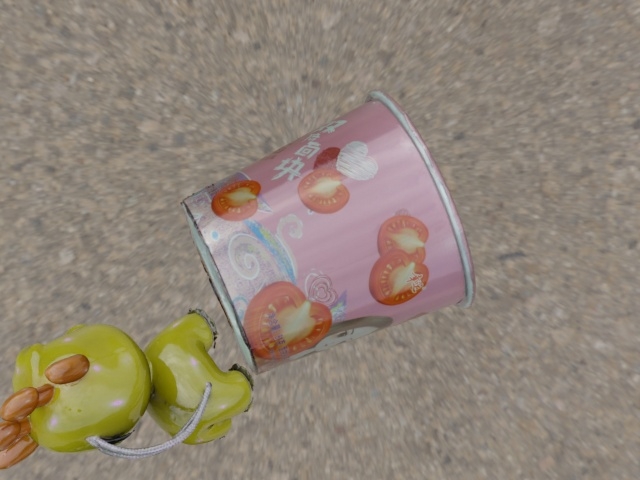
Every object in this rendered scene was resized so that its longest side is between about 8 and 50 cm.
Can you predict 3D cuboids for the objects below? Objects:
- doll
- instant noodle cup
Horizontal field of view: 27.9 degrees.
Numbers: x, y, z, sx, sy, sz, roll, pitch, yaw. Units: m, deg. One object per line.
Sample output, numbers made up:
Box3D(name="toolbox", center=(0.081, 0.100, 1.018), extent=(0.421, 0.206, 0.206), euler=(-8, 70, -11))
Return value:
Box3D(name="doll", center=(-0.174, 0.130, 1.060), extent=(0.143, 0.220, 0.135), euler=(-50, 63, 36))
Box3D(name="instant noodle cup", center=(0.000, 0.000, 1.291), extent=(0.231, 0.243, 0.243), euler=(-23, 93, -9))
